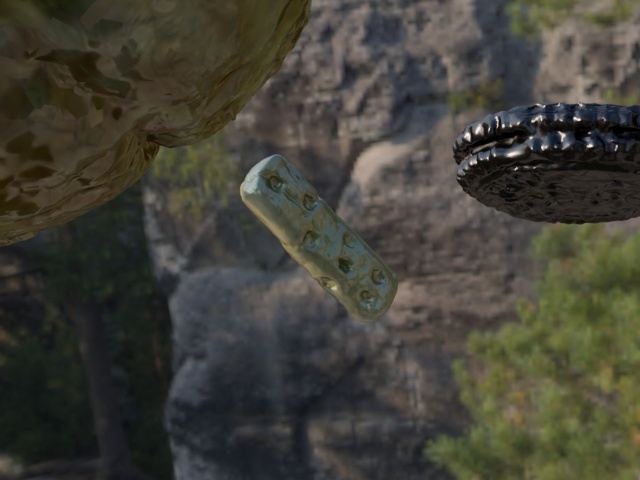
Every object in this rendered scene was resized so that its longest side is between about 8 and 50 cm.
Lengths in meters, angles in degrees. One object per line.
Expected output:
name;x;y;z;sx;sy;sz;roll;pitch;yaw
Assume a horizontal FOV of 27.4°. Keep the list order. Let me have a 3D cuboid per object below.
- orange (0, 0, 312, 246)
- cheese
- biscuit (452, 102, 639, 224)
orange;-0.131;-0.128;0.494;0.368;0.271;0.210;-32;34;5
cheese;0.000;0.000;1.242;0.043;0.194;0.065;-19;31;45
biscuit;0.193;-0.055;0.978;0.194;0.053;0.194;2;-13;0
